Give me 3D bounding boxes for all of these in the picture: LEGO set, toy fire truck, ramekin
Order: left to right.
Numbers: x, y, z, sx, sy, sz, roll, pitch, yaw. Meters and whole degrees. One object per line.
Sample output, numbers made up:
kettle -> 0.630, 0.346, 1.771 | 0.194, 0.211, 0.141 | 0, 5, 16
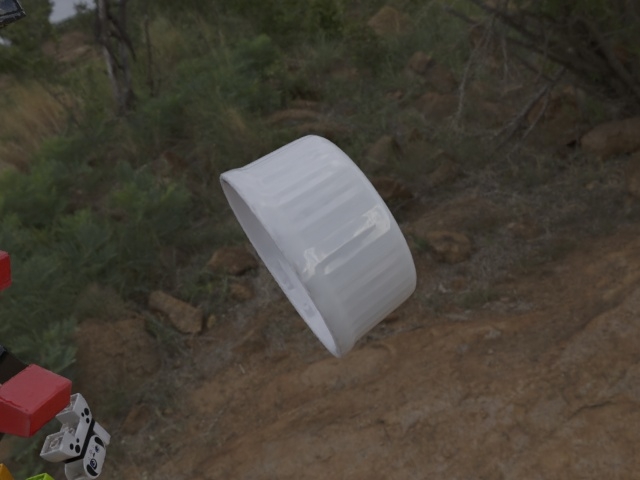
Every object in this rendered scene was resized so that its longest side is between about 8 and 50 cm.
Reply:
toy fire truck -> -0.285, 0.059, 0.481 | 0.192, 0.135, 0.047 | 17, 26, 14
LEGO set -> -0.218, 0.242, 0.471 | 0.087, 0.093, 0.227 | -20, 35, 11
ramekin -> 0.000, 0.000, 0.808 | 0.135, 0.277, 0.277 | -34, 26, -10

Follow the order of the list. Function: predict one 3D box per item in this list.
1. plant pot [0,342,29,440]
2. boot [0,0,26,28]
plant pot -> -0.534, 0.204, 0.903 | 0.188, 0.187, 0.167 | 33, 65, 13
boot -> -0.546, -0.330, 0.741 | 0.118, 0.222, 0.338 | -4, 26, 34
